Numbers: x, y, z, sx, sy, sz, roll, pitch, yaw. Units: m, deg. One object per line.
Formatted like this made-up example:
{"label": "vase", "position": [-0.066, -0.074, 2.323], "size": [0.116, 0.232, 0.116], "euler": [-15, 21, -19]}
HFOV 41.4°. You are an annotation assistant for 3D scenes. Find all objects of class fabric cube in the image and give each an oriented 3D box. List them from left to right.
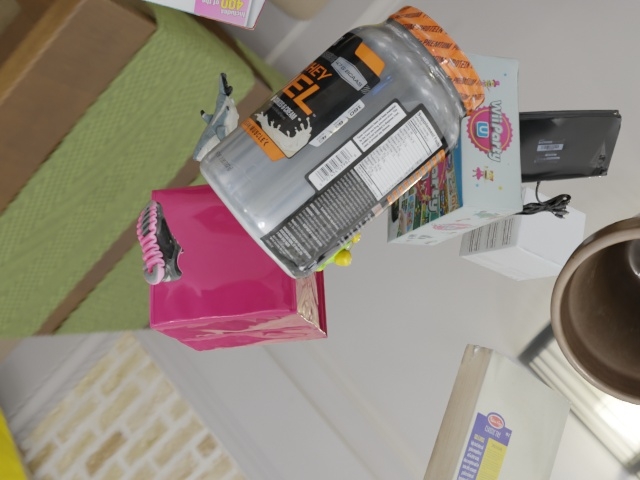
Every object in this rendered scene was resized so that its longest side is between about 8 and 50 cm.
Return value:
{"label": "fabric cube", "position": [-0.142, 0.049, 1.540], "size": [0.258, 0.254, 0.259], "euler": [-7, 162, 10]}

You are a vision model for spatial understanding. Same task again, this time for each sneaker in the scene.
{"label": "sneaker", "position": [-0.215, 0.004, 1.157], "size": [0.057, 0.119, 0.047], "euler": [5, 159, -40]}

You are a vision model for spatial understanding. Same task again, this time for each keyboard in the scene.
{"label": "keyboard", "position": [0.368, -0.124, 1.424], "size": [0.317, 0.033, 0.202], "euler": [-5, 118, -28]}

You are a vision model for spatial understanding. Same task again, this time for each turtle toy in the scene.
{"label": "turtle toy", "position": [0.000, 0.000, 1.238], "size": [0.066, 0.095, 0.130], "euler": [77, 26, -43]}

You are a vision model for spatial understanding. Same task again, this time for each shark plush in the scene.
{"label": "shark plush", "position": [-0.181, -0.215, 1.457], "size": [0.073, 0.067, 0.161], "euler": [13, 79, -75]}

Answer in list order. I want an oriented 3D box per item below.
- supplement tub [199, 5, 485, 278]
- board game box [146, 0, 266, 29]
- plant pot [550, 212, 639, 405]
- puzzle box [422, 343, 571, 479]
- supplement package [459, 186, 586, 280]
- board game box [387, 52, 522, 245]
{"label": "supplement tub", "position": [0.029, -0.120, 1.013], "size": [0.316, 0.193, 0.193], "euler": [-41, 163, -1]}
{"label": "board game box", "position": [-0.139, -0.403, 0.964], "size": [0.242, 0.064, 0.316], "euler": [10, 143, -22]}
{"label": "plant pot", "position": [0.467, 0.058, 1.155], "size": [0.263, 0.263, 0.229], "euler": [-55, 174, 36]}
{"label": "puzzle box", "position": [0.320, 0.362, 1.488], "size": [0.409, 0.052, 0.272], "euler": [35, 72, -49]}
{"label": "supplement package", "position": [0.474, -0.011, 1.989], "size": [0.203, 0.194, 0.149], "euler": [-16, -123, 59]}
{"label": "board game box", "position": [0.195, -0.125, 1.295], "size": [0.097, 0.224, 0.303], "euler": [4, 169, -16]}
